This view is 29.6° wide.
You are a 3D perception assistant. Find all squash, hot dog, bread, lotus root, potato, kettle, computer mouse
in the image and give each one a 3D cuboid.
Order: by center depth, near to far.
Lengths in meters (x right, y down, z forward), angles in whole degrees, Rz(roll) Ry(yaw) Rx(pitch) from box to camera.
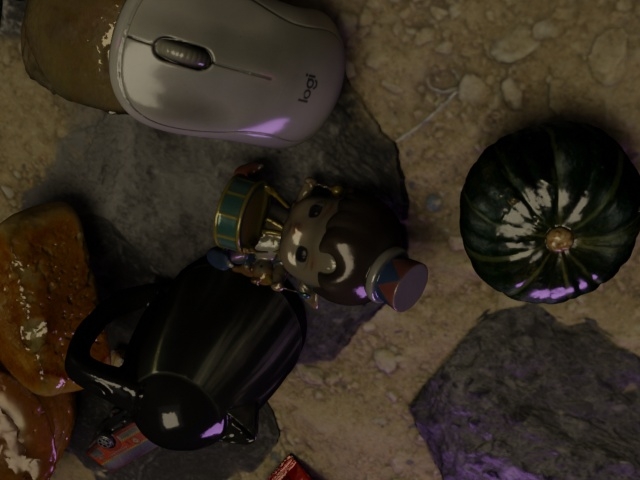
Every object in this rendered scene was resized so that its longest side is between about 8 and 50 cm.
[{"bbox_3d":[-0.086,-0.189,1.341,0.121,0.297,0.184,33,104,44],"label":"computer mouse"},{"bbox_3d":[0.261,-0.033,1.372,0.218,0.172,0.218,6,114,13],"label":"squash"},{"bbox_3d":[-0.263,-0.309,1.381,0.211,0.189,0.264,16,123,10],"label":"potato"},{"bbox_3d":[-0.165,0.151,1.568,0.207,0.271,0.251,-32,106,31],"label":"kettle"},{"bbox_3d":[-0.382,0.081,1.658,0.153,0.150,0.256,-5,99,53],"label":"hot dog"},{"bbox_3d":[-0.294,0.192,1.783,0.037,0.030,0.083,39,127,33],"label":"lotus root"},{"bbox_3d":[-0.526,0.250,1.797,0.358,0.204,0.337,25,127,8],"label":"bread"}]

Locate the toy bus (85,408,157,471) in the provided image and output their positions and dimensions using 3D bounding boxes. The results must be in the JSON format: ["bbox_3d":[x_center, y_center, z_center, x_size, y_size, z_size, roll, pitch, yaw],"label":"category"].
[{"bbox_3d":[-0.269,0.277,1.806,0.192,0.065,0.077,-33,116,32],"label":"toy bus"}]

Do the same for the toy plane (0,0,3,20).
[{"bbox_3d":[-0.362,-0.369,1.436,0.060,0.096,0.235,20,125,6],"label":"toy plane"}]

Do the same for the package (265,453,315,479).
[{"bbox_3d":[0.000,0.410,1.770,0.200,0.022,0.083,44,105,12],"label":"package"}]

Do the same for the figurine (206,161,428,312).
[{"bbox_3d":[0.002,0.002,1.491,0.275,0.158,0.161,12,83,14],"label":"figurine"}]
